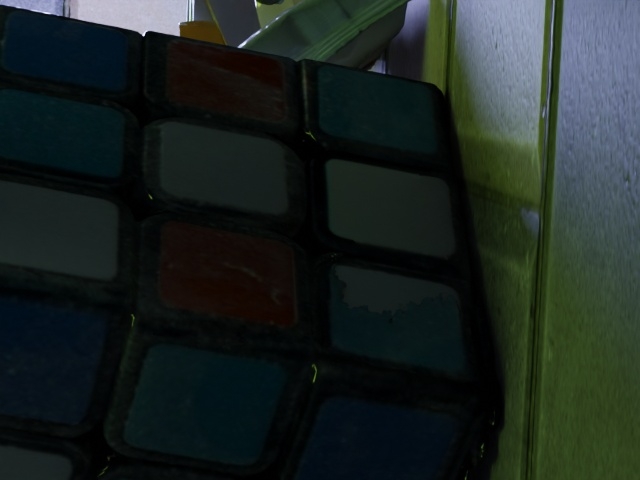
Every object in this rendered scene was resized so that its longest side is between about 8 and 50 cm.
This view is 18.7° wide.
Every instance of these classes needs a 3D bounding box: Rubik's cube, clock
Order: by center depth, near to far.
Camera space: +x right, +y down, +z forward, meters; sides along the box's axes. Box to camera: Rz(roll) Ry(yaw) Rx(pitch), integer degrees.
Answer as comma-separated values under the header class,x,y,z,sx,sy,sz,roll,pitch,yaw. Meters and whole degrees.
class,x,y,z,sx,sy,sz,roll,pitch,yaw
Rubik's cube,-0.107,0.081,1.356,0.363,0.359,0.362,-96,17,-51
clock,-0.097,-0.280,2.433,0.235,0.166,0.309,126,144,-79

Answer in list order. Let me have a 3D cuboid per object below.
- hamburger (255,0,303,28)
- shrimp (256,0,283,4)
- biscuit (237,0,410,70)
class,x,y,z,sx,sy,sz,roll,pitch,yaw
hamburger,-0.009,-0.274,1.910,0.173,0.116,0.210,54,-146,-87
shrimp,-0.041,-0.283,1.497,0.166,0.221,0.410,-48,19,3
biscuit,-0.012,-0.154,1.652,0.079,0.186,0.309,56,172,0
